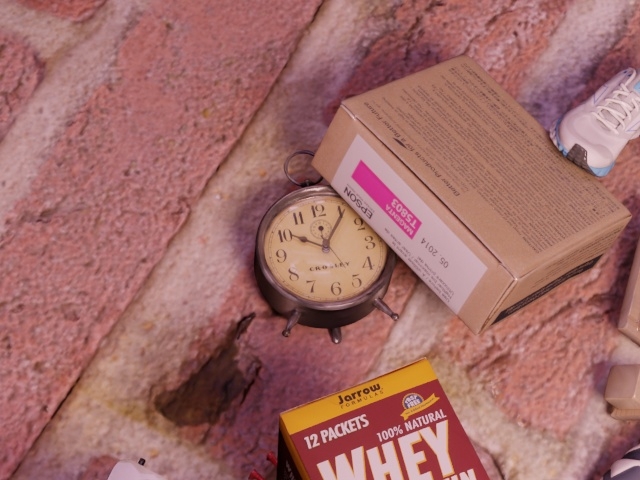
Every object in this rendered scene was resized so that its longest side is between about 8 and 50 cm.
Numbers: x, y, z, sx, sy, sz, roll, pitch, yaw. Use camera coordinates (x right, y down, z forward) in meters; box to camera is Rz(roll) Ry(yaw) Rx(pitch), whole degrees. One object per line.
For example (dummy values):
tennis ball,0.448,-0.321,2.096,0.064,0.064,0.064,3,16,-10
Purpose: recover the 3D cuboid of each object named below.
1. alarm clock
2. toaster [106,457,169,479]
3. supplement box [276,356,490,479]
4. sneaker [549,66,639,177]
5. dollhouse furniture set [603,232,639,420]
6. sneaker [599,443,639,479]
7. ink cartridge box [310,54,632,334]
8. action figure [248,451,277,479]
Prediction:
alarm clock,0.000,0.000,1.648,0.129,0.064,0.192,-7,65,-9
toaster,-0.121,0.272,1.438,0.168,0.185,0.110,28,65,1
supplement box,0.059,0.234,1.414,0.129,0.194,0.191,-20,62,-14
sneaker,0.281,-0.126,1.683,0.071,0.083,0.191,42,36,4
dollhouse furniture set,0.460,0.023,1.604,0.174,0.303,0.355,36,63,-37
sneaker,0.372,0.237,1.538,0.235,0.094,0.153,35,73,24
ink cartridge box,0.139,-0.048,1.637,0.193,0.088,0.234,-25,64,-42
action figure,-0.010,0.233,1.543,0.115,0.030,0.038,42,72,11
